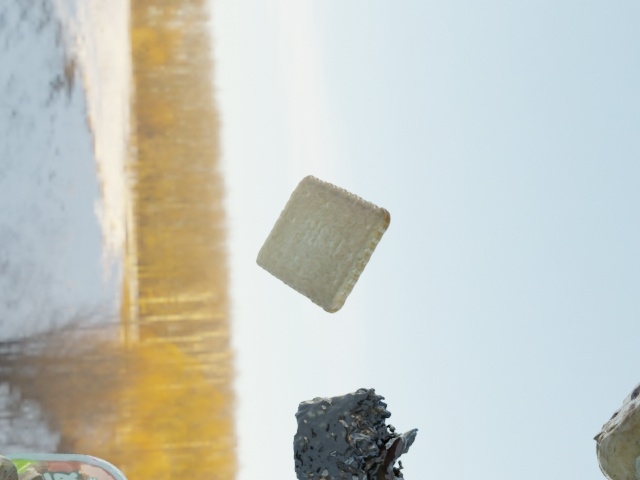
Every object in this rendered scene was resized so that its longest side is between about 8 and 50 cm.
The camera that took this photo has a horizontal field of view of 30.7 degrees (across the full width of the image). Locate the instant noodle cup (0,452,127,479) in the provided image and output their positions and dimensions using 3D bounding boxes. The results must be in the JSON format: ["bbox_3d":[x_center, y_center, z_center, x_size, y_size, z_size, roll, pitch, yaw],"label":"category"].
[{"bbox_3d":[-0.420,0.522,1.753,0.294,0.294,0.307,-109,-157,-59],"label":"instant noodle cup"}]

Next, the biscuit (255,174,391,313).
[{"bbox_3d":[0.001,0.000,1.621,0.160,0.030,0.250,-60,-149,-1],"label":"biscuit"}]

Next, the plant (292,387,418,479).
[{"bbox_3d":[0.065,0.363,2.052,0.178,0.234,0.204,74,18,-50],"label":"plant"}]

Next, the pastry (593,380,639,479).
[{"bbox_3d":[0.431,0.212,1.437,0.100,0.229,0.218,41,-43,13],"label":"pastry"}]

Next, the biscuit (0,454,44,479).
[{"bbox_3d":[-0.378,0.317,1.263,0.225,0.036,0.166,7,91,-66],"label":"biscuit"}]
